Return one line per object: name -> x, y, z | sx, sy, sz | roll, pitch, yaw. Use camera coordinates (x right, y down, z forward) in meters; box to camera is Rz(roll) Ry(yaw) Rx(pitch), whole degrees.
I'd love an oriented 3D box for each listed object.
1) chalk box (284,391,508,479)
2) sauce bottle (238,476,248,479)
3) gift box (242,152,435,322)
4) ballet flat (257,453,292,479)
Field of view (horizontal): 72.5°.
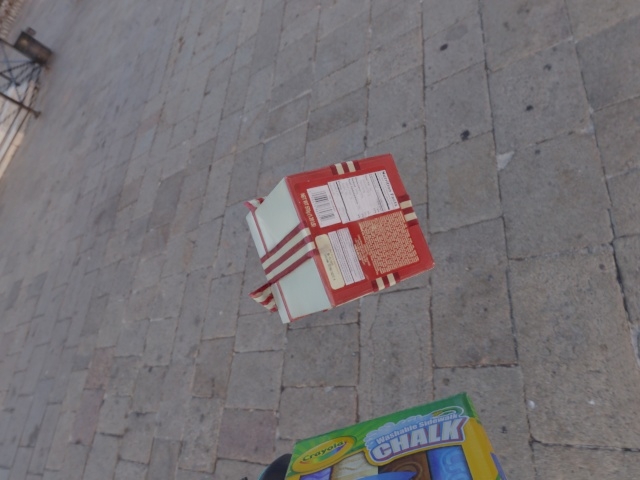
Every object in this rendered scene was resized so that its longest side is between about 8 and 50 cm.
chalk box -> 0.075, 0.255, 0.341 | 0.179, 0.289, 0.180 | -21, 95, 10
sauce bottle -> -0.148, 0.576, 0.933 | 0.042, 0.042, 0.128 | -37, 61, 22
gift box -> 0.000, 0.000, 0.806 | 0.258, 0.276, 0.255 | -34, 71, 62
ballet flat -> -0.024, 0.352, 0.652 | 0.074, 0.203, 0.074 | -7, 71, 20
